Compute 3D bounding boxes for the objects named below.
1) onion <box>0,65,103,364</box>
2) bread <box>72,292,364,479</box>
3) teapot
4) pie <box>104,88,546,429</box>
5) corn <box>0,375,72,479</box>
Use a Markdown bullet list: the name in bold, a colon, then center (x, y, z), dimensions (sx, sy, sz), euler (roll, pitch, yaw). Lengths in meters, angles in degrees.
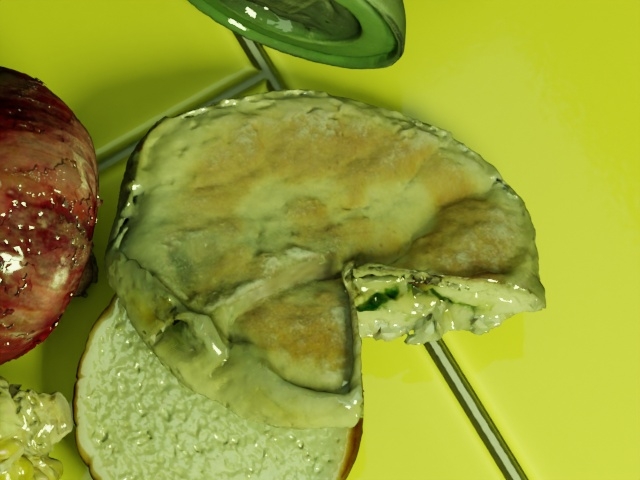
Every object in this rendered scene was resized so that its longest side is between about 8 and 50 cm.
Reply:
- **onion**: center (-0.262, -0.005, 1.385), dimensions (0.252, 0.219, 0.252), euler (-19, 57, 33)
- **bread**: center (-0.076, 0.128, 1.401), dimensions (0.236, 0.070, 0.236), euler (-1, 77, 2)
- **teapot**: center (0.051, -0.317, 1.455), dimensions (0.270, 0.200, 0.337), euler (26, 75, -19)
- **pie**: center (0.000, 0.000, 1.375), dimensions (0.337, 0.075, 0.337), euler (4, 47, -5)
- **corn**: center (-0.342, 0.207, 1.362), dimensions (0.347, 0.130, 0.130), euler (-28, 77, 1)
